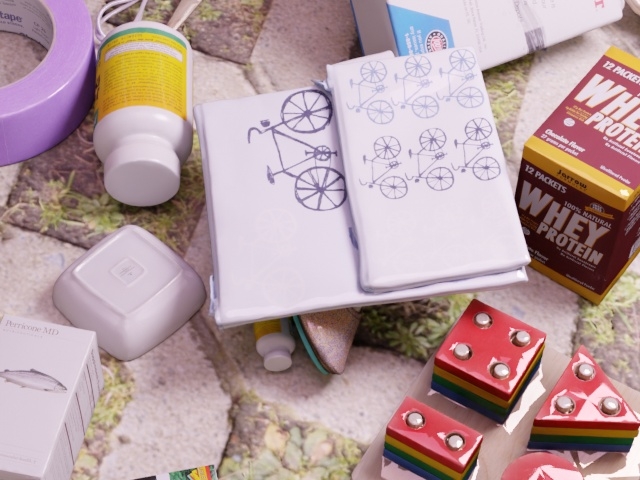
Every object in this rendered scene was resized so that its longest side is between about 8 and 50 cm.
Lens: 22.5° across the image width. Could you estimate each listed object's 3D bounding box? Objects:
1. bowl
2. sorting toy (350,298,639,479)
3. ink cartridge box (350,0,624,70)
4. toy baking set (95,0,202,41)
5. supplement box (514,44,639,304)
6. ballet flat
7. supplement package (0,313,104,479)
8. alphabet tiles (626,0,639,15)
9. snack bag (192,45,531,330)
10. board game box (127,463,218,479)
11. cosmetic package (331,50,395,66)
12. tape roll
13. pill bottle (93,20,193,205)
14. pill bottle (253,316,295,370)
[{"bbox_3d":[-0.212,0.048,1.790,0.142,0.053,0.142,38,59,23],"label":"bowl"},{"bbox_3d":[0.204,0.200,1.665,0.255,0.089,0.257,27,56,17],"label":"sorting toy"},{"bbox_3d":[0.193,-0.336,1.971,0.308,0.223,0.129,-21,20,-17],"label":"ink cartridge box"},{"bbox_3d":[-0.226,-0.340,2.075,0.197,0.030,0.256,-27,77,-20],"label":"toy baking set"},{"bbox_3d":[0.319,-0.073,1.808,0.129,0.194,0.191,31,58,20],"label":"supplement box"},{"bbox_3d":[0.000,0.000,1.787,0.106,0.107,0.316,-28,55,12],"label":"ballet flat"},{"bbox_3d":[-0.300,0.183,1.652,0.105,0.105,0.179,10,53,7],"label":"supplement package"},{"bbox_3d":[0.517,-0.342,2.071,0.284,0.021,0.278,-29,77,-24],"label":"alphabet tiles"},{"bbox_3d":[0.032,-0.066,1.757,0.343,0.037,0.323,-8,55,0],"label":"snack bag"},{"bbox_3d":[-0.145,0.348,1.582,0.136,0.030,0.259,-9,54,-11],"label":"board game box"},{"bbox_3d":[0.082,-0.095,1.867,0.086,0.117,0.231,-16,54,-11],"label":"cosmetic package"},{"bbox_3d":[-0.412,-0.220,1.963,0.275,0.090,0.274,1,53,-2],"label":"tape roll"},{"bbox_3d":[-0.208,-0.147,1.896,0.118,0.117,0.208,-2,54,-3],"label":"pill bottle"},{"bbox_3d":[-0.051,0.100,1.760,0.043,0.043,0.083,-4,53,-5],"label":"pill bottle"}]
